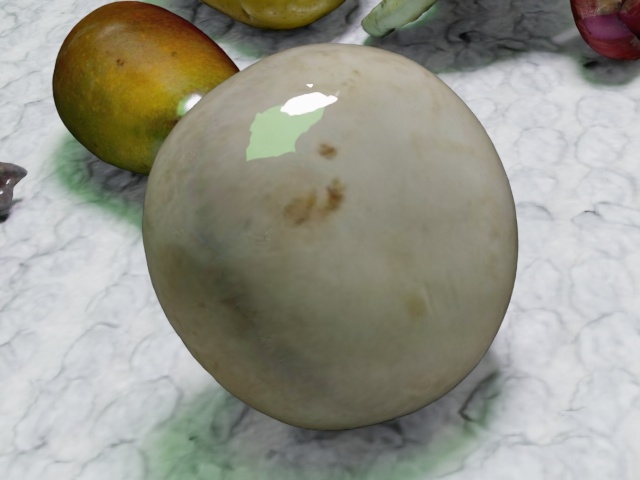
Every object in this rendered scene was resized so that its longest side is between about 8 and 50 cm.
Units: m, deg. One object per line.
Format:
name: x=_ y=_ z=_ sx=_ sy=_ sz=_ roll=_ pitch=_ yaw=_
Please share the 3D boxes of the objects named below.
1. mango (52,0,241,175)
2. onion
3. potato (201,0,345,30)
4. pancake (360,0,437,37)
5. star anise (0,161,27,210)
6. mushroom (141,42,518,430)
mango: x=-0.129 y=-0.110 z=0.986 sx=0.133 sy=0.111 sz=0.267 roll=-4 pitch=25 yaw=-23
onion: x=0.216 y=-0.217 z=1.045 sx=0.140 sy=0.150 sz=0.150 roll=5 pitch=33 yaw=34
potato: x=-0.064 y=-0.309 z=1.272 sx=0.195 sy=0.176 sz=0.369 roll=8 pitch=26 yaw=-27
pancake: x=0.140 y=-0.253 z=1.124 sx=0.253 sy=0.037 sz=0.253 roll=-36 pitch=8 yaw=6
star anise: x=-0.309 y=-0.017 z=0.902 sx=0.209 sy=0.089 sz=0.231 roll=-7 pitch=22 yaw=29
mushroom: x=0.000 y=0.000 z=0.714 sx=0.204 sy=0.204 sz=0.204 roll=-7 pitch=30 yaw=4
